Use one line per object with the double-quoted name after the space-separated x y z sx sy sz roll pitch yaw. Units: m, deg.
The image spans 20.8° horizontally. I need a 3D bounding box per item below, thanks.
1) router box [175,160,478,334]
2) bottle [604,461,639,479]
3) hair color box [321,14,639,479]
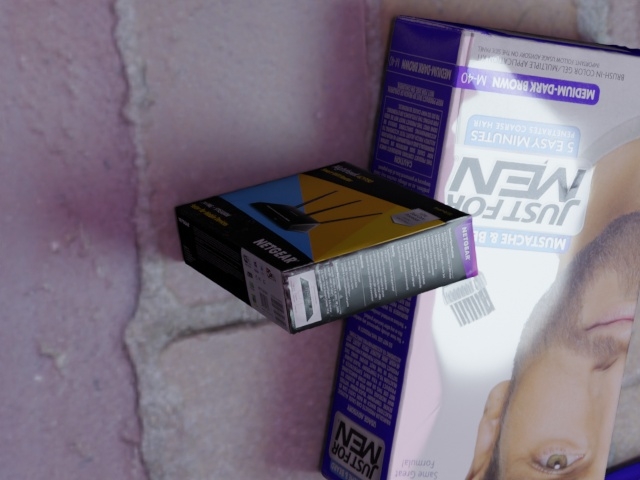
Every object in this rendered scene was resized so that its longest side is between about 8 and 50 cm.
0.000 0.000 1.126 0.133 0.179 0.046 -16 110 -22 "router box"
0.275 0.316 1.373 0.118 0.092 0.282 -16 108 -22 "bottle"
0.126 0.023 1.232 0.185 0.110 0.338 4 101 -27 "hair color box"
